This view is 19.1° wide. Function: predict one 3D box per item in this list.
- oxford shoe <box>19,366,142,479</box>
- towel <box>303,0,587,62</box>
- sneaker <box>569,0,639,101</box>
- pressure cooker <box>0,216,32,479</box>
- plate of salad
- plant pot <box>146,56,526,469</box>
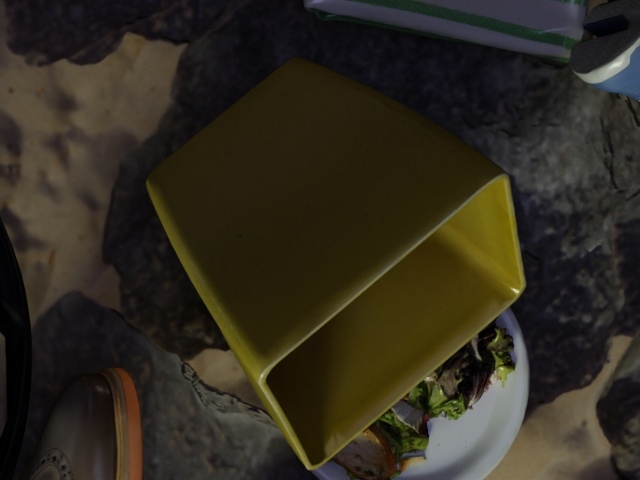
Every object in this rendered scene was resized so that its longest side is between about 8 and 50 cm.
[{"bbox_3d":[-0.226,0.253,1.327,0.132,0.130,0.364,20,86,-23],"label":"oxford shoe"},{"bbox_3d":[0.110,-0.312,1.436,0.248,0.038,0.325,8,88,-19],"label":"towel"},{"bbox_3d":[0.338,-0.193,1.465,0.182,0.127,0.315,41,75,-22],"label":"sneaker"},{"bbox_3d":[-0.393,0.076,1.191,0.420,0.375,0.370,12,96,-9],"label":"pressure cooker"},{"bbox_3d":[0.065,0.105,1.437,0.200,0.048,0.200,0,89,-10],"label":"plate of salad"},{"bbox_3d":[0.000,0.000,1.339,0.212,0.212,0.187,-39,66,-8],"label":"plant pot"}]
